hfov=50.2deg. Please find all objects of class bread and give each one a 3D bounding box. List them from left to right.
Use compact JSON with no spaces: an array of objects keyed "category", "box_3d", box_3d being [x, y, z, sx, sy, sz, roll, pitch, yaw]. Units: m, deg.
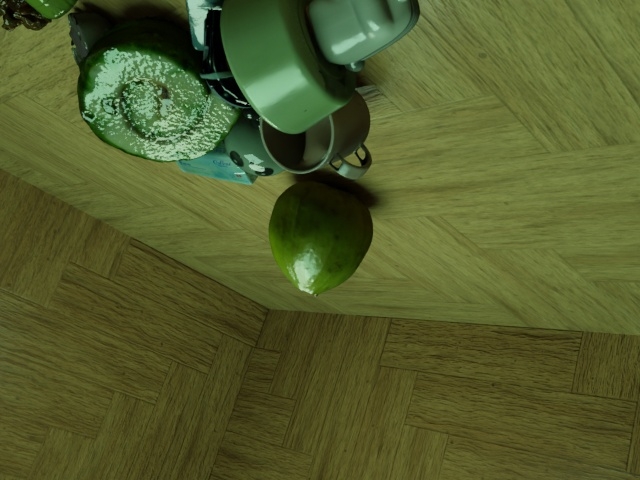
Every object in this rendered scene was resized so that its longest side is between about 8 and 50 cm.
[{"category":"bread","box_3d":[-0.374,-0.347,1.628,0.382,0.129,0.366,-6,141,-5]}]

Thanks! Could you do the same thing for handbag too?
[{"category":"handbag","box_3d":[-0.206,-0.472,1.440,0.144,0.057,0.221,13,160,-4]}]

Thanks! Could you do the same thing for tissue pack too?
[{"category":"tissue pack","box_3d":[-0.336,-0.257,2.123,0.263,0.089,0.177,11,158,19]}]

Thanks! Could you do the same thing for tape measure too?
[{"category":"tape measure","box_3d":[-0.155,-0.364,1.400,0.182,0.181,0.107,9,-179,-23]}]

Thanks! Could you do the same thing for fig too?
[{"category":"fig","box_3d":[-0.010,-0.006,2.129,0.343,0.343,0.343,17,162,6]}]

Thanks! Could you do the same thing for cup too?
[{"category":"cup","box_3d":[0.020,-0.241,1.532,0.253,0.200,0.191,45,124,14]}]

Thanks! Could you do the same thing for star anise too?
[{"category":"star anise","box_3d":[-0.736,-0.563,1.625,0.196,0.111,0.212,28,167,-6]}]

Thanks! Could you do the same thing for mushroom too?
[{"category":"mushroom","box_3d":[-0.545,-0.473,1.666,0.117,0.141,0.188,-8,160,-25]}]

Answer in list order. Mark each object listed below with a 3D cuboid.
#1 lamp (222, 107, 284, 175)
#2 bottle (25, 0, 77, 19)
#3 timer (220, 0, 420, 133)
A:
[{"category":"lamp","box_3d":[-0.146,-0.270,1.773,0.198,0.197,0.244,22,153,-11]},{"category":"bottle","box_3d":[-0.633,-0.586,1.428,0.112,0.112,0.260,5,157,36]},{"category":"timer","box_3d":[0.027,-0.378,1.222,0.315,0.290,0.291,-18,144,29]}]
